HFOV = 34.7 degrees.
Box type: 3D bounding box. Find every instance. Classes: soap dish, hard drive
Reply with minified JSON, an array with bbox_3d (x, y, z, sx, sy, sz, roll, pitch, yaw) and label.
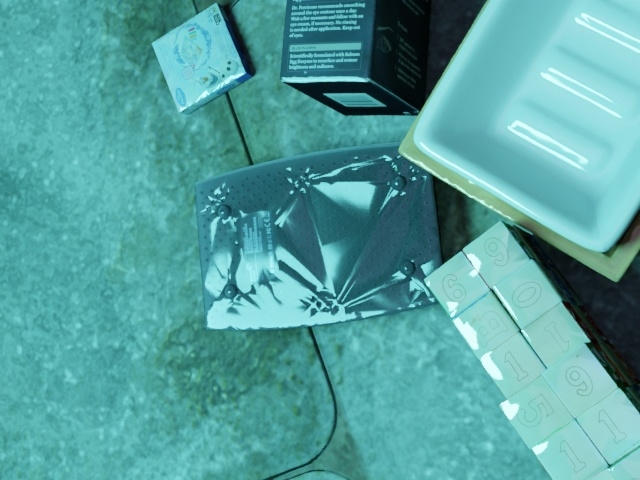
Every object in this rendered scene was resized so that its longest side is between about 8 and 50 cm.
[{"bbox_3d":[0.241,-0.142,0.901,0.229,0.118,0.291,33,95,21],"label":"soap dish"},{"bbox_3d":[0.000,0.000,1.025,0.254,0.054,0.172,-9,82,21],"label":"hard drive"}]

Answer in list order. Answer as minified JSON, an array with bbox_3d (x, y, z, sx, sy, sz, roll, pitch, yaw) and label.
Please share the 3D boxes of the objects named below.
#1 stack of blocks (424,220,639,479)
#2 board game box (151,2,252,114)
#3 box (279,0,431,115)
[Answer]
[{"bbox_3d":[0.214,0.128,0.862,0.087,0.171,0.297,-38,72,15],"label":"stack of blocks"},{"bbox_3d":[-0.130,-0.197,1.116,0.090,0.020,0.090,-27,76,17],"label":"board game box"},{"bbox_3d":[0.039,-0.210,0.975,0.093,0.156,0.158,3,86,24],"label":"box"}]
